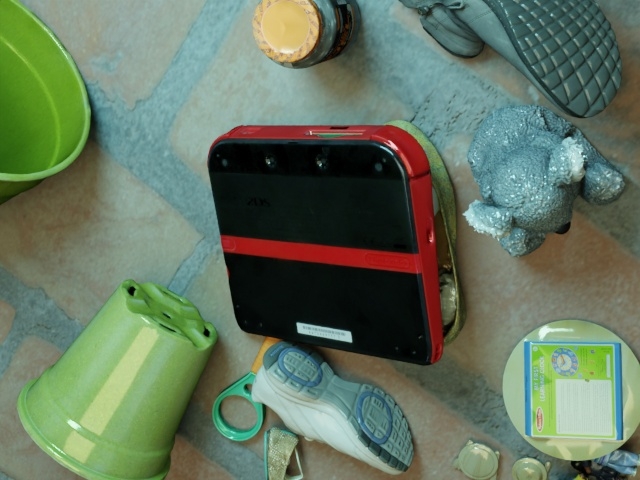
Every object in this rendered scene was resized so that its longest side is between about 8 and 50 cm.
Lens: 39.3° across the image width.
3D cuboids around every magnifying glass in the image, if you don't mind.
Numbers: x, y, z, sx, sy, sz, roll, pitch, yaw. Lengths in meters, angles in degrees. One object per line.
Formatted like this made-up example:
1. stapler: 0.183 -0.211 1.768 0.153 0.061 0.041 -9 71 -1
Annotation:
1. magnifying glass: -0.114 0.242 1.514 0.092 0.026 0.231 29 111 6

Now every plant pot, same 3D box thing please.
1. plant pot: -0.609 -0.164 1.386 0.353 0.366 0.366 -34 95 34
2. plant pot: -0.305 0.213 1.454 0.276 0.276 0.254 34 101 4

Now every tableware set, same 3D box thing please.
1. tableware set: 0.291 0.399 1.446 0.168 0.020 0.141 13 108 12

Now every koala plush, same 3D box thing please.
1. koala plush: 0.279 -0.077 1.197 0.196 0.221 0.203 -35 94 23

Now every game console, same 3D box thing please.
1. game console: 0.000 0.000 1.330 0.386 0.060 0.342 6 114 38

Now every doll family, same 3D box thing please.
1. doll family: 0.412 0.367 1.376 0.111 0.076 0.193 20 106 14

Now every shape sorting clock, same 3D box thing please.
1. shape sorting clock: 0.375 0.222 1.335 0.206 0.040 0.206 -1 84 15

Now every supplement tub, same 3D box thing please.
1. supplement tub: -0.020 -0.299 1.233 0.116 0.190 0.117 5 108 15

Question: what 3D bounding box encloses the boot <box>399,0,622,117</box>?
1. boot: 0.231 -0.281 1.159 0.118 0.223 0.338 -36 87 -10

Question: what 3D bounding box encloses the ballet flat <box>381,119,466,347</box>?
1. ballet flat: 0.144 -0.002 1.317 0.123 0.123 0.349 -9 103 18

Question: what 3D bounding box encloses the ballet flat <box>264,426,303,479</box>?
1. ballet flat: -0.064 0.416 1.530 0.067 0.073 0.206 2 111 1

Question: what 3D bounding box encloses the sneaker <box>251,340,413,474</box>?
1. sneaker: 0.020 0.282 1.457 0.297 0.111 0.129 37 133 1
